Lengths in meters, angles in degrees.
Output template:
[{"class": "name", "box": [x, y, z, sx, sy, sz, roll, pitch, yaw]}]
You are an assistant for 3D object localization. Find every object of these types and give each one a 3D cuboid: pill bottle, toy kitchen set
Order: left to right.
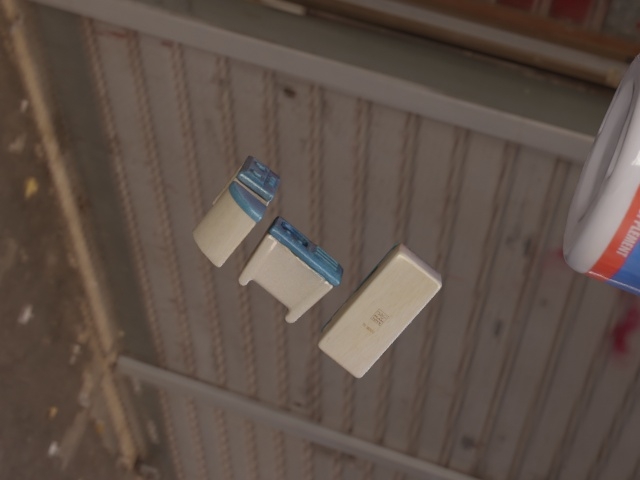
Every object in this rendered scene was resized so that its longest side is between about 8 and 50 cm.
[{"class": "toy kitchen set", "box": [0.000, 0.000, 1.266, 0.122, 0.207, 0.166, -49, -173, 14]}, {"class": "pill bottle", "box": [0.244, -0.005, 0.649, 0.124, 0.221, 0.124, 20, 90, -87]}]
